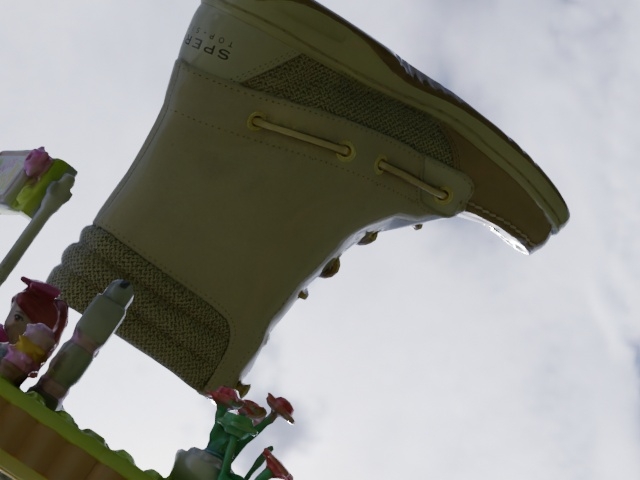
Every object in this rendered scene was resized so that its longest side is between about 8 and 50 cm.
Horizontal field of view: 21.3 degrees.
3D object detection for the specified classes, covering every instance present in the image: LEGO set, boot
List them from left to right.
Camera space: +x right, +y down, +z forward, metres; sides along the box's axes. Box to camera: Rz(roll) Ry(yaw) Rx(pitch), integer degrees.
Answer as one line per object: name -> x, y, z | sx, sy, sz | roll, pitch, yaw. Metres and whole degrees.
LEGO set -> -0.078, 0.044, 0.592 | 0.107, 0.287, 0.132 | -56, -44, -14
boot -> 0.000, 0.000, 0.899 | 0.262, 0.095, 0.203 | 30, -91, -38
